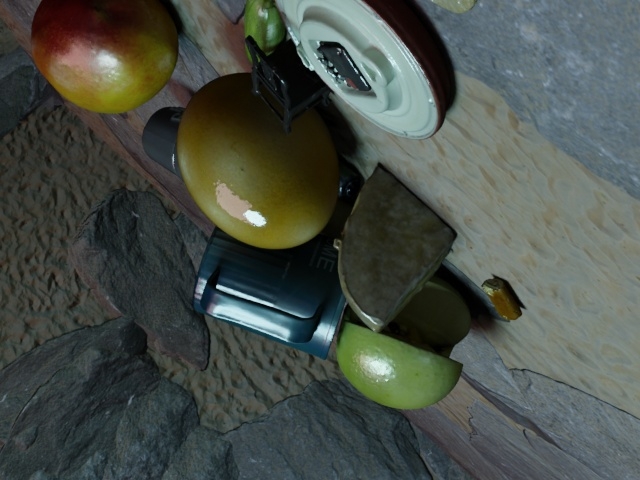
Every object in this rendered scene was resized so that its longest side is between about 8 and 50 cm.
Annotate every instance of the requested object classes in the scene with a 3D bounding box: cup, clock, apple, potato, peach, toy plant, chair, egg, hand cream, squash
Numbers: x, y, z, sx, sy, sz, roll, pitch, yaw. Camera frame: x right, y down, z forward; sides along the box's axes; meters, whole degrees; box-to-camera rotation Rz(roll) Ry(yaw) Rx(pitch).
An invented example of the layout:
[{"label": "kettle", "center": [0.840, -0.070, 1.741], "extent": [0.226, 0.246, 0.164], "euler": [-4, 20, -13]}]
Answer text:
[{"label": "cup", "center": [-0.095, 0.102, 1.803], "extent": [0.292, 0.307, 0.242], "euler": [20, 140, 3]}, {"label": "clock", "center": [0.051, -0.262, 1.277], "extent": [0.318, 0.080, 0.318], "euler": [43, 167, 12]}, {"label": "apple", "center": [0.166, 0.198, 1.844], "extent": [0.254, 0.291, 0.292], "euler": [18, 166, 0]}, {"label": "potato", "center": [0.099, 0.038, 1.673], "extent": [0.211, 0.264, 0.189], "euler": [38, 157, 7]}, {"label": "peach", "center": [-0.452, -0.419, 1.904], "extent": [0.308, 0.308, 0.332], "euler": [46, 163, -1]}, {"label": "toy plant", "center": [-0.259, -0.211, 2.194], "extent": [0.400, 0.185, 0.279], "euler": [25, 149, 35]}, {"label": "chair", "center": [-0.048, -0.272, 1.454], "extent": [0.106, 0.113, 0.229], "euler": [49, 168, 8]}, {"label": "egg", "center": [-0.112, -0.147, 1.672], "extent": [0.351, 0.283, 0.282], "euler": [54, 170, 19]}, {"label": "hand cream", "center": [0.001, -0.166, 1.824], "extent": [0.235, 0.055, 0.086], "euler": [47, 167, 32]}, {"label": "squash", "center": [-0.091, -0.348, 1.487], "extent": [0.069, 0.069, 0.239], "euler": [44, 168, 5]}]

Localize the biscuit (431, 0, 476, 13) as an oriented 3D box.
[{"label": "biscuit", "center": [0.132, -0.306, 1.025], "extent": [0.120, 0.015, 0.120], "euler": [42, 167, 12]}]

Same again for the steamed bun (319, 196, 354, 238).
[{"label": "steamed bun", "center": [0.042, -0.004, 1.956], "extent": [0.212, 0.110, 0.231], "euler": [-14, 105, 58]}]

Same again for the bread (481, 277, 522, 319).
[{"label": "bread", "center": [0.330, 0.105, 1.635], "extent": [0.047, 0.036, 0.083], "euler": [11, 142, 55]}]
